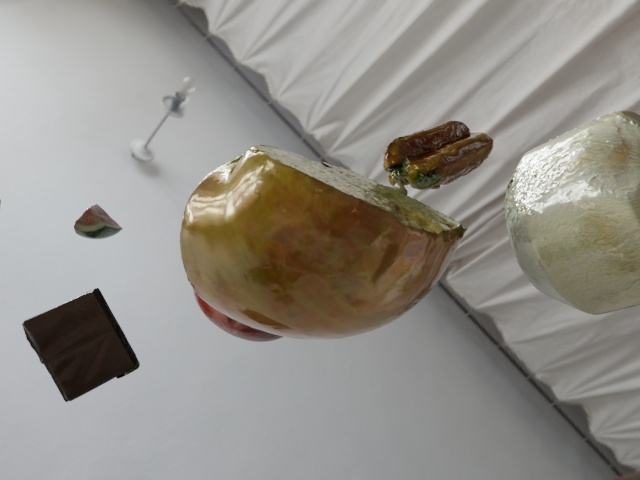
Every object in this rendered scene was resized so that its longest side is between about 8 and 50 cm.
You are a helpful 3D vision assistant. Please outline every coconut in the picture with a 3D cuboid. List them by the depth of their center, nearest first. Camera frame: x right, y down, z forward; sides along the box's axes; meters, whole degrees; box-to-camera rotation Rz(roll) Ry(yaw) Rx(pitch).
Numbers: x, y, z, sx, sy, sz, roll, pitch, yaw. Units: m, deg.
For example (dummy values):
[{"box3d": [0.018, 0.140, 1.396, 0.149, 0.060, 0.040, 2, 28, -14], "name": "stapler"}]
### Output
[{"box3d": [0.377, -0.042, 0.848, 0.245, 0.247, 0.244, 26, -129, -37], "name": "coconut"}]

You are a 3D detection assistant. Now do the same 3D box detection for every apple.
[{"box3d": [0.000, 0.000, 0.831, 0.309, 0.314, 0.252, -4, -107, -60], "name": "apple"}]

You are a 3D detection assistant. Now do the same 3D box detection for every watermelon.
[{"box3d": [-0.450, -0.036, 1.357, 0.093, 0.072, 0.084, 1, -171, -15], "name": "watermelon"}]

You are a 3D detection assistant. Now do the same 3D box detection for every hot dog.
[{"box3d": [0.184, -0.137, 1.060, 0.115, 0.072, 0.269, 40, -143, 22], "name": "hot dog"}]

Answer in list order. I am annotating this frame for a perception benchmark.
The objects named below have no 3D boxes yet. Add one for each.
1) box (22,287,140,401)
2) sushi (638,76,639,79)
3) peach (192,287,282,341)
[{"box3d": [-0.487, 0.206, 1.353, 0.153, 0.252, 0.188, -29, -82, -21], "name": "box"}, {"box3d": [0.362, -0.119, 0.396, 0.192, 0.280, 0.043, -91, -8, -65], "name": "sushi"}, {"box3d": [-0.097, 0.056, 1.197, 0.281, 0.281, 0.237, -33, -58, -53], "name": "peach"}]
